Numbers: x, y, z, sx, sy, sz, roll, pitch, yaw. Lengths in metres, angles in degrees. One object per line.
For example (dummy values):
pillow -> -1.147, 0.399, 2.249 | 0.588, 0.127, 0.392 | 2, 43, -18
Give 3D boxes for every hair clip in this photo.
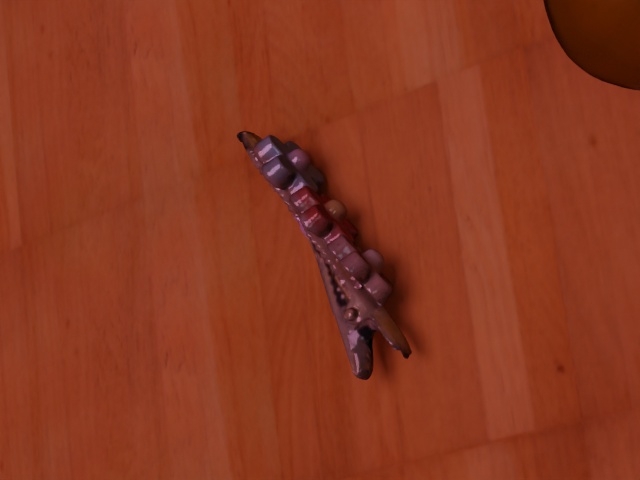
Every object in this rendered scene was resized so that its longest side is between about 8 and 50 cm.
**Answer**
hair clip -> 0.005, -0.004, 1.305 | 0.056, 0.062, 0.214 | -36, 62, 18

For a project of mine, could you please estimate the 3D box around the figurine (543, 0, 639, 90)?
figurine -> 0.243, -0.148, 1.018 | 0.215, 0.228, 0.215 | -11, 75, 49
